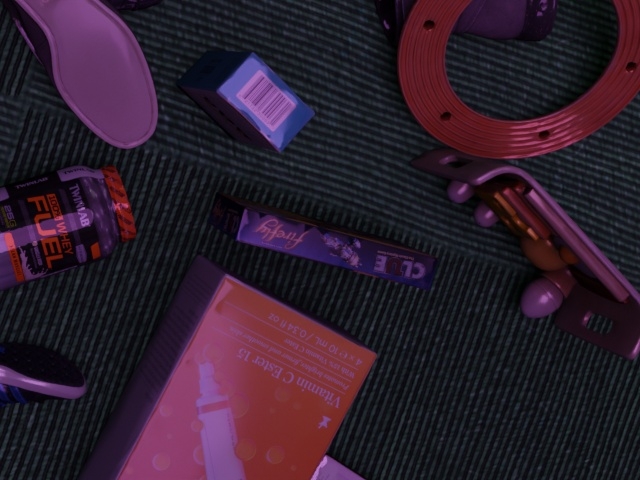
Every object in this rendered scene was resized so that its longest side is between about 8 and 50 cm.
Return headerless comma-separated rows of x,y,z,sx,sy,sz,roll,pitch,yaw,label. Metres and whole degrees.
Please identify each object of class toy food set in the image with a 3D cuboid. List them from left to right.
0.250,0.013,1.886,0.092,0.220,0.306,-46,107,-5,toy food set

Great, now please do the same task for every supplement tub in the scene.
-0.317,-0.018,1.775,0.190,0.117,0.117,-19,103,-12,supplement tub

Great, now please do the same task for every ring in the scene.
0.256,-0.242,1.879,0.337,0.032,0.336,-7,130,-8,ring

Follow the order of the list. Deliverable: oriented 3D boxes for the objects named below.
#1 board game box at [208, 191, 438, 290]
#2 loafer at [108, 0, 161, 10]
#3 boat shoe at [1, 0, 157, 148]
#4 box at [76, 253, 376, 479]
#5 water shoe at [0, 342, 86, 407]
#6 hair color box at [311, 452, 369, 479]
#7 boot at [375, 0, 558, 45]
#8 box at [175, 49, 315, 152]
0.000,0.000,1.842,0.243,0.165,0.042,15,94,-17,board game box
-0.233,-0.374,1.767,0.078,0.076,0.223,-15,106,-21,loafer
-0.294,-0.259,1.767,0.112,0.095,0.335,-33,110,2,boat shoe
-0.122,0.224,1.838,0.215,0.168,0.345,28,90,-18,box
-0.381,0.167,1.820,0.203,0.073,0.080,12,121,-17,water shoe
0.039,0.346,1.962,0.167,0.053,0.093,35,86,-16,hair color box
0.180,-0.402,1.858,0.223,0.118,0.338,0,99,-14,boot
-0.089,-0.162,1.750,0.100,0.244,0.060,44,85,-17,box
